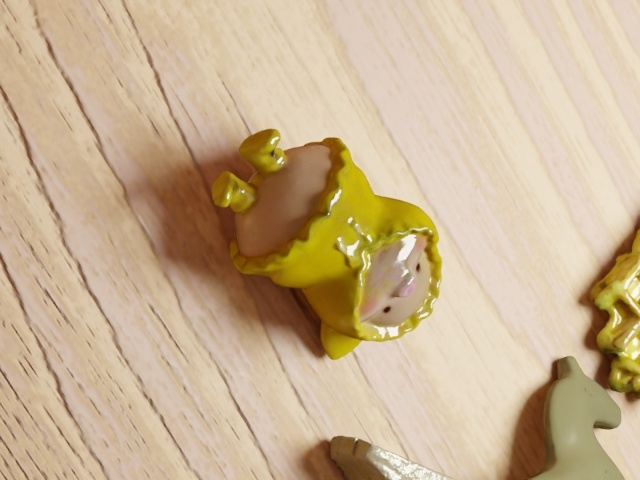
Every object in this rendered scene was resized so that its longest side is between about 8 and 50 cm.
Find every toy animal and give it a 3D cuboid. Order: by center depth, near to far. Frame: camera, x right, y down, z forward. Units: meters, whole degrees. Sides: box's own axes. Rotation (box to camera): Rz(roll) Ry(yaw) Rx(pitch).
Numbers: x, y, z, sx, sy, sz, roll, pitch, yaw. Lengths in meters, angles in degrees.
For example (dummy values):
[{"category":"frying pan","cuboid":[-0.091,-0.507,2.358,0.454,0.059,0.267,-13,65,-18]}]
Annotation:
[{"category":"toy animal","cuboid":[0.004,-0.004,1.722,0.230,0.156,0.156,43,68,-33]}]

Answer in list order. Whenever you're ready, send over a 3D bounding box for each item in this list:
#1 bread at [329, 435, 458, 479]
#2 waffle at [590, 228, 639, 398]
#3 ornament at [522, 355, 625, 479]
[{"category":"bread","cuboid":[0.070,0.247,1.780,0.152,0.077,0.105,24,75,-26]},{"category":"waffle","cuboid":[0.369,0.087,1.974,0.219,0.057,0.229,-49,112,-22]},{"category":"ornament","cuboid":[0.239,0.242,1.852,0.230,0.061,0.245,-22,87,-48]}]
